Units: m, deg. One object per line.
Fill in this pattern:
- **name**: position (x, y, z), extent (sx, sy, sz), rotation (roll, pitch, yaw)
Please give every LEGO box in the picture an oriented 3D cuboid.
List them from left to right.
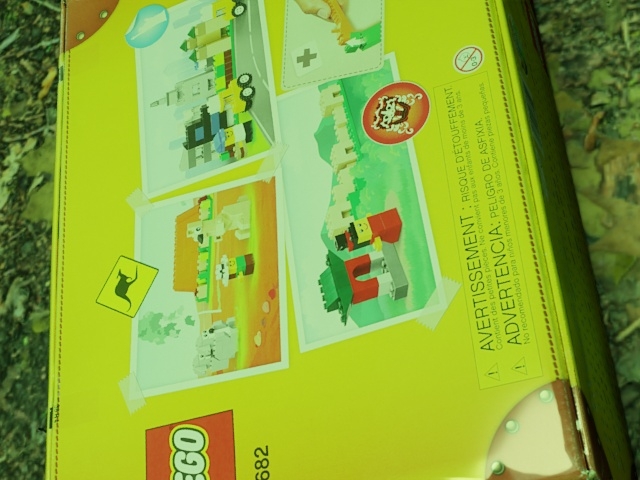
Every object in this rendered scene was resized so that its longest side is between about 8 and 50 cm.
- **LEGO box**: position (0.000, 0.000, 0.868), extent (0.373, 0.193, 0.500), rotation (-15, 60, 19)
